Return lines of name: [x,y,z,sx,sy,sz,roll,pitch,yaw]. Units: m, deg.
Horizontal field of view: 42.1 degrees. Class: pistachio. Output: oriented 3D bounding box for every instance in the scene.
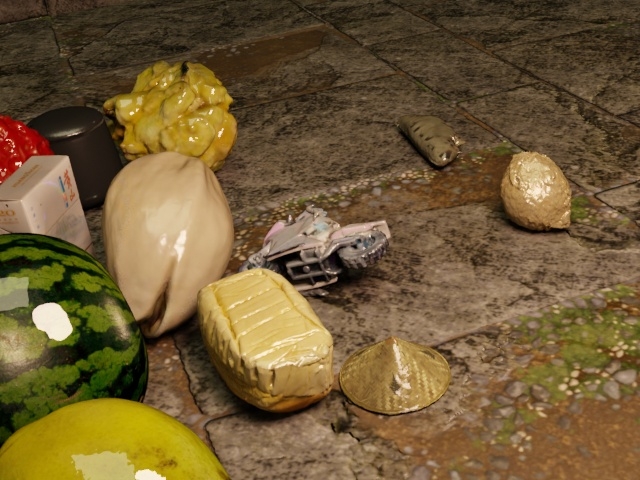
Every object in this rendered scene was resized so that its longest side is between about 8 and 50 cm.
pistachio: [-0.236,0.001,1.253,0.226,0.208,0.332,-41,35,30]

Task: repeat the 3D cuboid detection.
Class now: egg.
egg: [0.348,-0.078,1.343,0.118,0.116,0.140,-1,59,-14]

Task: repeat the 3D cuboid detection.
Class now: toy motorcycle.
toy motorcycle: [-0.002,-0.005,1.292,0.239,0.108,0.204,2,31,14]

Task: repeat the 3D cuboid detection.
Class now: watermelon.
watermelon: [-0.343,0.134,0.961,0.285,0.285,0.285,-5,31,3]

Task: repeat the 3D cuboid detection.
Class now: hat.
hat: [0.092,0.148,1.057,0.146,0.067,0.146,-5,31,3]

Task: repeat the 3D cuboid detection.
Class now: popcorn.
popcorn: [-0.294,-0.233,1.640,0.252,0.215,0.286,-42,41,-10]

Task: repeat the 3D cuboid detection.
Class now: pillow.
pillow: [0.227,-0.206,1.643,0.093,0.051,0.241,-13,29,-10]

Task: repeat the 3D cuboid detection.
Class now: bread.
bread: [-0.072,0.131,1.078,0.140,0.106,0.236,-17,33,-20]

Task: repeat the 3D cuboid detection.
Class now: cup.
cup: [-0.494,-0.155,1.578,0.223,0.177,0.169,-3,34,4]

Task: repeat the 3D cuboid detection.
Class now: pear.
pear: [-0.189,0.261,0.781,0.269,0.212,0.212,17,35,7]

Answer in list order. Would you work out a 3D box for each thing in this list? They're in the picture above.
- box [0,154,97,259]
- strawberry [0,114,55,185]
box: [-0.400,0.008,1.224,0.067,0.233,0.149,-1,31,10]
strawberry: [-0.592,-0.066,1.406,0.291,0.310,0.292,0,1,0]
